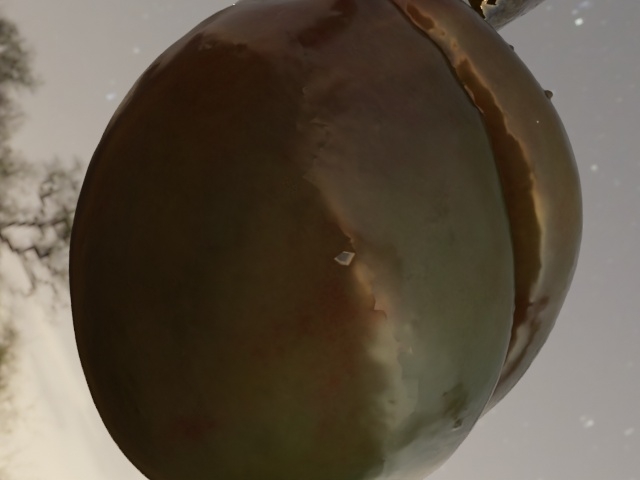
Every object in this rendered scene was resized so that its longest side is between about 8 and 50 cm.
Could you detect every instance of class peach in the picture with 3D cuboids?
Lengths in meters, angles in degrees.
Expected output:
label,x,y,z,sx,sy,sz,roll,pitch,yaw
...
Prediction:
label,x,y,z,sx,sy,sz,roll,pitch,yaw
peach,0.000,0.000,0.724,0.247,0.292,0.292,11,-54,37

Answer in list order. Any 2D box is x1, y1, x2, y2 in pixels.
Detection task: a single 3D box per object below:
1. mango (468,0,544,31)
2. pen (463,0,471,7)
label,x,y,z,sx,sy,sz,roll,pitch,yaw
mango,0.163,-0.277,1.259,0.193,0.316,0.146,-31,-73,37
pen,0.112,-0.105,0.930,0.033,0.033,0.269,28,-26,56
